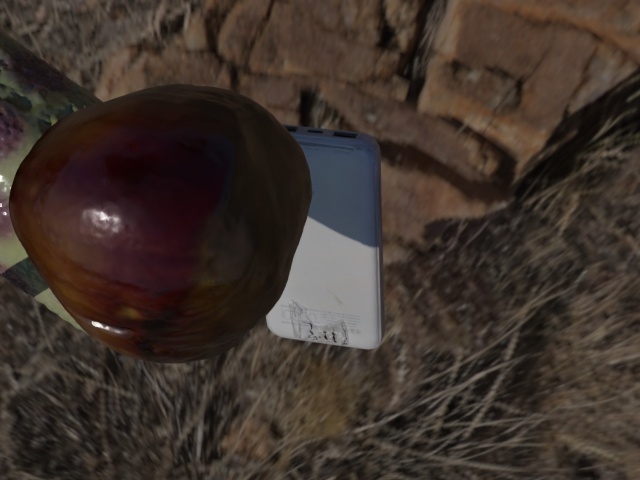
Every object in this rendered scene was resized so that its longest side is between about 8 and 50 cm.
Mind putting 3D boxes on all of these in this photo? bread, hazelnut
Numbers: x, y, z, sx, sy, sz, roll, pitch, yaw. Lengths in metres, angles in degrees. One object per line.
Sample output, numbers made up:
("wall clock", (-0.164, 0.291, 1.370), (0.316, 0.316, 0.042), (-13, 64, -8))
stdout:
("bread", (-0.256, -0.060, 1.515), (0.338, 0.187, 0.155), (37, 122, 0))
("hazelnut", (-0.123, -0.020, 1.194), (0.229, 0.229, 0.230), (1, 80, -4))

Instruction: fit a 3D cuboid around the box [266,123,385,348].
("box", (0.000, 0.000, 1.836), (0.142, 0.285, 0.044), (8, 35, 15))
